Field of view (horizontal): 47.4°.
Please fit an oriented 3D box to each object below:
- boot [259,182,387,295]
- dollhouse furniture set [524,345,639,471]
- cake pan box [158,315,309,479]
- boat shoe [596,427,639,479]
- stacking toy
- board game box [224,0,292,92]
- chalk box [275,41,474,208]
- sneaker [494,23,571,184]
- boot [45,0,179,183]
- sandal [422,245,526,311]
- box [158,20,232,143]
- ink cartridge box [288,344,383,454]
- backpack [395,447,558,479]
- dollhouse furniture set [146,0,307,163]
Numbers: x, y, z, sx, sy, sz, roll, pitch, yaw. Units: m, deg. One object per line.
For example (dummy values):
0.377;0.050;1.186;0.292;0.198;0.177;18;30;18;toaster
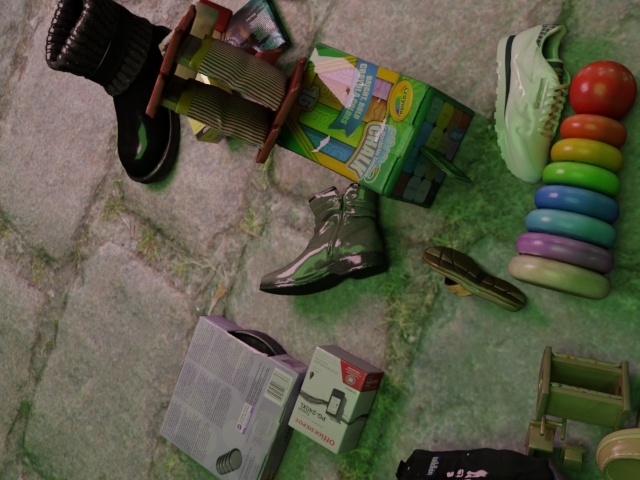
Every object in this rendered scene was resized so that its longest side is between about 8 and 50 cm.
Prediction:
0.000;0.000;1.271;0.246;0.083;0.161;-17;70;24;boot
0.392;0.248;1.018;0.182;0.101;0.161;10;128;13;dollhouse furniture set
-0.159;0.296;1.339;0.245;0.070;0.267;23;98;29;cake pan box
0.502;0.327;0.872;0.341;0.110;0.122;13;132;27;boat shoe
0.370;-0.090;1.018;0.141;0.141;0.330;15;89;32;stacking toy
-0.153;-0.377;1.416;0.186;0.026;0.126;-32;72;25;board game box
0.111;-0.169;1.149;0.289;0.180;0.179;28;101;29;chalk box
0.317;-0.201;1.069;0.095;0.090;0.235;-7;83;41;sneaker
-0.409;-0.298;1.428;0.131;0.260;0.348;0;85;31;boot
0.230;0.067;1.128;0.180;0.072;0.049;32;124;25;sandal
-0.234;-0.307;1.410;0.087;0.058;0.232;-36;69;31;box
0.025;0.268;1.230;0.109;0.063;0.150;23;98;31;ink cartridge box
0.224;0.421;0.986;0.263;0.276;0.213;-31;104;28;backpack
-0.139;-0.308;1.210;0.374;0.201;0.152;-87;22;-53;dollhouse furniture set
